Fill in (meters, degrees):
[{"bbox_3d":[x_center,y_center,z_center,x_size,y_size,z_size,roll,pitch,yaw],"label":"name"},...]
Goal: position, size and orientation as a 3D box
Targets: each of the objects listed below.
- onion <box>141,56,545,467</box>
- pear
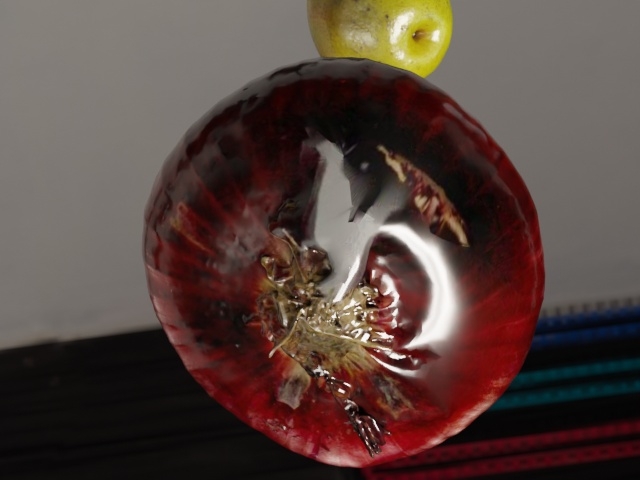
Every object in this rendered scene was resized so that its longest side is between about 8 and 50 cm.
[{"bbox_3d":[0.022,0.004,0.973,0.285,0.273,0.273,-56,141,-63],"label":"onion"},{"bbox_3d":[0.044,-0.203,1.282,0.104,0.141,0.141,18,61,-54],"label":"pear"}]
